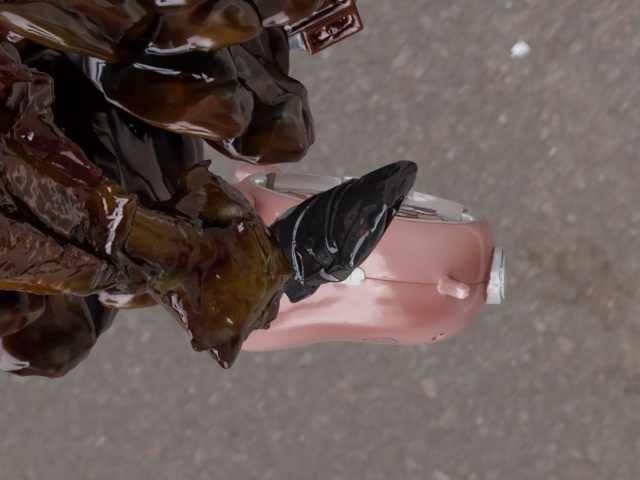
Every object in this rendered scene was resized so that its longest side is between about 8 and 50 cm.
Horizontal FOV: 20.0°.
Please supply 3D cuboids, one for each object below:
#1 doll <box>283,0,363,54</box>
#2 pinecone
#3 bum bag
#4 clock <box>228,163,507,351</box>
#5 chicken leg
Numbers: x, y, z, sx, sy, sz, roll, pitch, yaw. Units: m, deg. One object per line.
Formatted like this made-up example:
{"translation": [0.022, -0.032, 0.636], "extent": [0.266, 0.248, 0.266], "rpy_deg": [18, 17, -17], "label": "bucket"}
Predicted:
{"translation": [-0.036, -0.191, 1.167], "extent": [0.186, 0.134, 0.106], "rpy_deg": [19, 147, 37], "label": "doll"}
{"translation": [-0.186, -0.104, 0.948], "extent": [0.398, 0.398, 0.397], "rpy_deg": [15, 126, 22], "label": "pinecone"}
{"translation": [-0.001, -0.001, 0.806], "extent": [0.034, 0.058, 0.124], "rpy_deg": [38, 150, -13], "label": "bum bag"}
{"translation": [0.030, 0.025, 1.464], "extent": [0.241, 0.227, 0.142], "rpy_deg": [7, 99, 5], "label": "clock"}
{"translation": [-0.103, -0.009, 0.636], "extent": [0.093, 0.304, 0.113], "rpy_deg": [-21, 65, 23], "label": "chicken leg"}
